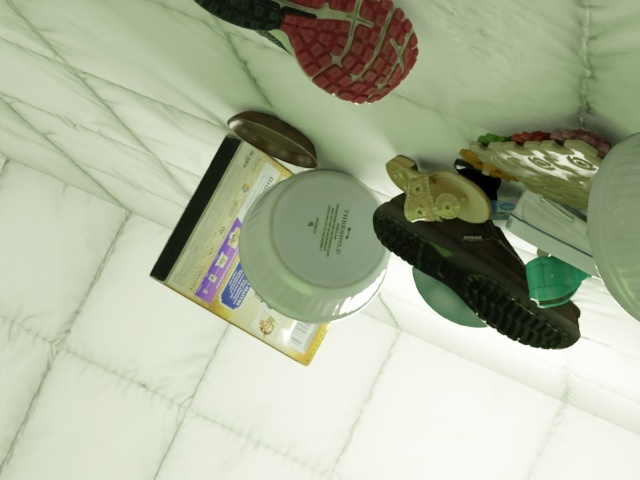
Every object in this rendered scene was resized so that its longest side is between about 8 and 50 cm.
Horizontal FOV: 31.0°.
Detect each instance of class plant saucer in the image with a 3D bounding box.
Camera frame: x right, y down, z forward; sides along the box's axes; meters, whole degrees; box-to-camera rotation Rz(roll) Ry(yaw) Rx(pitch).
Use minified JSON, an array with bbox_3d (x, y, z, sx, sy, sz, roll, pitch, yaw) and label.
[{"bbox_3d":[0.245,0.048,1.863,0.195,0.195,0.037,25,146,3],"label":"plant saucer"},{"bbox_3d":[-0.075,-0.172,1.928,0.168,0.029,0.168,26,171,5],"label":"plant saucer"}]

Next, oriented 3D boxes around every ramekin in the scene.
[{"bbox_3d":[0.000,0.000,1.989,0.273,0.273,0.127,27,159,-4],"label":"ramekin"},{"bbox_3d":[0.375,-0.016,1.136,0.207,0.207,0.109,31,160,-24],"label":"ramekin"}]

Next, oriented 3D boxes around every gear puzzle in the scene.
[{"bbox_3d":[0.287,-0.094,1.420,0.175,0.044,0.339,28,173,-22],"label":"gear puzzle"}]

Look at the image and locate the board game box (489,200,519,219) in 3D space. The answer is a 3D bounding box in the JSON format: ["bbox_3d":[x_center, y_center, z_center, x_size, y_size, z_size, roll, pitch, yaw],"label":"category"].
[{"bbox_3d":[0.266,-0.043,1.659,0.090,0.020,0.090,-1,174,-11],"label":"board game box"}]

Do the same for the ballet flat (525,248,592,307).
[{"bbox_3d":[0.358,0.027,1.668,0.083,0.087,0.247,-9,-173,28],"label":"ballet flat"}]

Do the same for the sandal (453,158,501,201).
[{"bbox_3d":[0.225,-0.071,1.661,0.067,0.040,0.179,23,170,18],"label":"sandal"}]

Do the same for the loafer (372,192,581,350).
[{"bbox_3d":[0.258,0.026,1.771,0.366,0.130,0.134,37,154,9],"label":"loafer"}]

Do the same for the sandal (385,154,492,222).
[{"bbox_3d":[0.148,-0.056,1.662,0.240,0.079,0.088,31,152,56],"label":"sandal"}]

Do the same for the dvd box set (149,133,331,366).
[{"bbox_3d":[-0.098,0.028,2.213,0.062,0.308,0.420,19,169,47],"label":"dvd box set"}]

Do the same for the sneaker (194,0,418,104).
[{"bbox_3d":[-0.019,-0.253,1.208,0.299,0.121,0.112,31,-162,-30],"label":"sneaker"}]

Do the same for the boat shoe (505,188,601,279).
[{"bbox_3d":[0.378,0.004,1.534,0.258,0.084,0.095,25,-168,3],"label":"boat shoe"}]
